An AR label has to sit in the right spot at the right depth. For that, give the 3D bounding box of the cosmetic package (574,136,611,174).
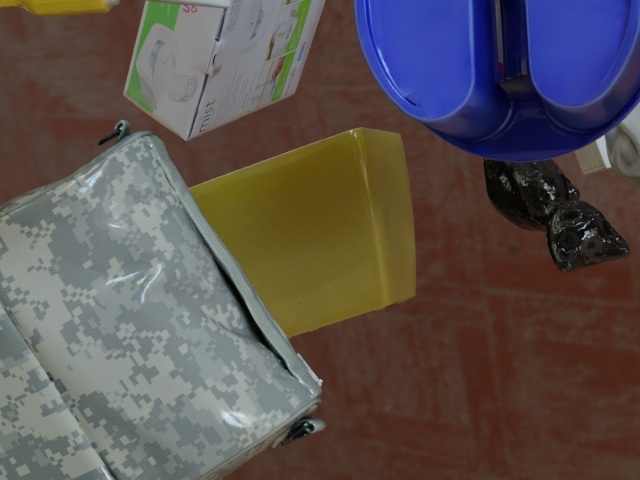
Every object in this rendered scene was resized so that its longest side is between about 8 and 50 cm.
[{"bbox_3d":[0.407,-0.145,1.690,0.099,0.239,0.060,177,72,-84],"label":"cosmetic package"}]

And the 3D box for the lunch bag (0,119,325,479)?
[{"bbox_3d":[-0.171,0.086,1.250,0.256,0.212,0.305,-32,91,12],"label":"lunch bag"}]

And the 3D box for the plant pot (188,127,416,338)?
[{"bbox_3d":[0.000,0.000,1.658,0.212,0.212,0.187,-19,87,15],"label":"plant pot"}]

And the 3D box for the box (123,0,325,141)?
[{"bbox_3d":[-0.108,-0.288,1.909,0.127,0.231,0.262,37,130,21],"label":"box"}]

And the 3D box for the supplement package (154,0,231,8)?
[{"bbox_3d":[-0.215,-0.299,1.187,0.199,0.263,0.198,-156,71,-63],"label":"supplement package"}]

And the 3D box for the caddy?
[{"bbox_3d":[0.150,-0.233,1.196,0.241,0.179,0.341,-3,92,17],"label":"caddy"}]

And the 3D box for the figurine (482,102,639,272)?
[{"bbox_3d":[0.291,-0.045,1.449,0.209,0.215,0.092,-116,12,-61],"label":"figurine"}]

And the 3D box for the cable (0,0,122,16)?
[{"bbox_3d":[-0.251,-0.176,0.958,0.287,0.072,0.139,-21,97,3],"label":"cable"}]
